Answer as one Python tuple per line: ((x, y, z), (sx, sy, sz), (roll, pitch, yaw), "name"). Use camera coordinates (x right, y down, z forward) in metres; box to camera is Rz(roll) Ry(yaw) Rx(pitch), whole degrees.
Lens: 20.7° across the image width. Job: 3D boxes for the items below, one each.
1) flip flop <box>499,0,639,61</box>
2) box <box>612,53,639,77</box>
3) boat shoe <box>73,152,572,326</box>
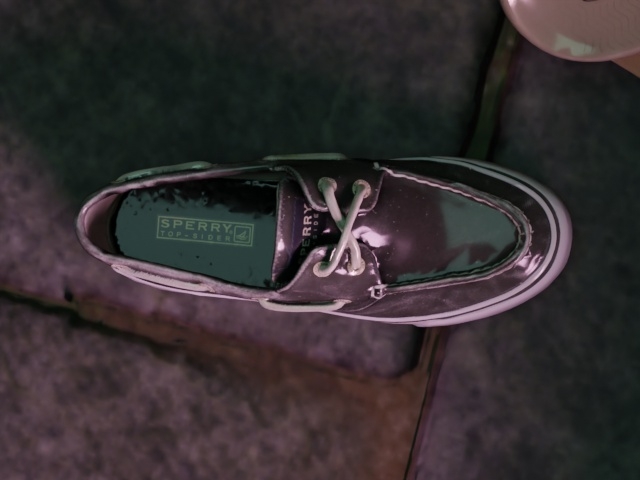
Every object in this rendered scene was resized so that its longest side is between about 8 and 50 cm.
((0.168, -0.138, 0.649), (0.277, 0.080, 0.112), (-28, 106, 40), "flip flop")
((0.154, -0.142, 0.731), (0.201, 0.021, 0.164), (33, 130, 11), "box")
((0.000, 0.000, 0.777), (0.219, 0.070, 0.078), (-1, 88, 12), "boat shoe")
